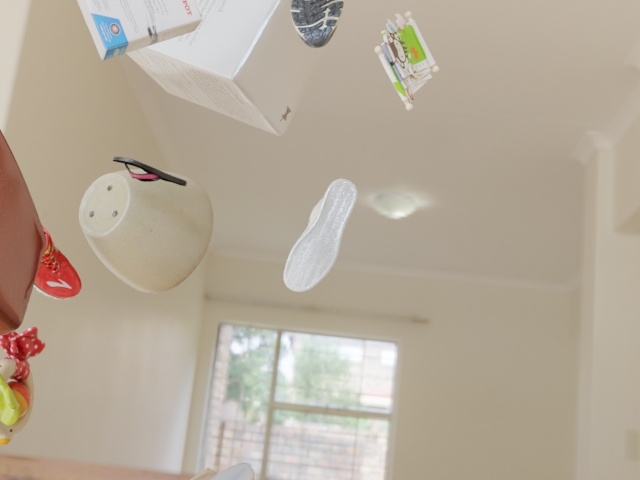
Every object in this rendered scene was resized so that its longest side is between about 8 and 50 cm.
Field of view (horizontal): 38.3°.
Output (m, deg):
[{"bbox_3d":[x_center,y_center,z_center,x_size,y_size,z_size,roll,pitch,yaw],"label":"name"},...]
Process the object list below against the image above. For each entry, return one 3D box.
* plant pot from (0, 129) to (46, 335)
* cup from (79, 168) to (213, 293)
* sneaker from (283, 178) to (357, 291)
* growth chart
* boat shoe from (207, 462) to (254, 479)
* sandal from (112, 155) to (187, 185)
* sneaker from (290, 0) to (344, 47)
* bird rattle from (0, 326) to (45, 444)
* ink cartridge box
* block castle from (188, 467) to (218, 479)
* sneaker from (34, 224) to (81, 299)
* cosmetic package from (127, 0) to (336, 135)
[{"bbox_3d":[-0.528,0.007,1.254,0.267,0.267,0.236,-17,-48,16],"label":"plant pot"},{"bbox_3d":[-0.477,-0.051,2.370,0.331,0.331,0.237,-3,-19,31],"label":"cup"},{"bbox_3d":[0.000,0.000,2.244,0.108,0.293,0.169,29,-9,-1],"label":"sneaker"},{"bbox_3d":[0.183,-0.393,1.973,0.021,0.237,0.172,-22,-72,36],"label":"growth chart"},{"bbox_3d":[-0.237,0.590,1.886,0.113,0.306,0.105,-10,-61,55],"label":"boat shoe"},{"bbox_3d":[-0.398,-0.151,2.128,0.179,0.040,0.067,22,-2,-8],"label":"sandal"},{"bbox_3d":[-0.001,-0.484,1.913,0.110,0.283,0.122,-7,-39,5],"label":"sneaker"},{"bbox_3d":[-0.666,0.309,1.948,0.143,0.207,0.253,-2,29,4],"label":"bird rattle"},{"bbox_3d":[-0.353,-0.456,1.794,0.203,0.148,0.086,-22,1,-20],"label":"ink cartridge box"},{"bbox_3d":[-0.238,0.791,2.151,0.212,0.453,0.303,-29,-21,-36],"label":"block castle"},{"bbox_3d":[-0.668,0.035,2.198,0.118,0.107,0.279,0,-49,56],"label":"sneaker"},{"bbox_3d":[-0.235,-0.518,2.310,0.393,0.327,0.329,24,-9,24],"label":"cosmetic package"}]
